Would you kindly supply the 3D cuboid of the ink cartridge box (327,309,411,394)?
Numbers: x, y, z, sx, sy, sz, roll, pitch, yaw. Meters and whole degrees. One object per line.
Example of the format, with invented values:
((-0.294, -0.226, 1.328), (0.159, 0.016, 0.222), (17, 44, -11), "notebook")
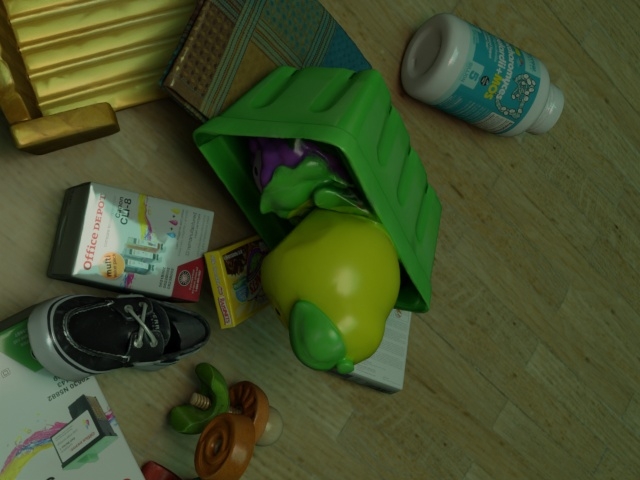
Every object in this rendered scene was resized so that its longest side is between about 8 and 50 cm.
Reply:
((0.072, 0.138, 1.520), (0.145, 0.045, 0.179), (24, 58, -26), "ink cartridge box")

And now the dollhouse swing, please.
((-0.276, -0.317, 1.205), (0.305, 0.315, 0.346), (-18, 96, -9), "dollhouse swing")

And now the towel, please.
((-0.060, -0.234, 1.369), (0.370, 0.040, 0.271), (39, 68, -49), "towel")

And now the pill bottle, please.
((0.275, -0.261, 1.583), (0.264, 0.146, 0.146), (19, 79, -28), "pill bottle")

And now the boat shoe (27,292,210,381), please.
((-0.240, 0.116, 1.208), (0.301, 0.102, 0.108), (23, 50, -64), "boat shoe")

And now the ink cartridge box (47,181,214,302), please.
((-0.255, 0.006, 1.279), (0.176, 0.127, 0.128), (14, 81, -28), "ink cartridge box")

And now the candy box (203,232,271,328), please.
((-0.104, 0.051, 1.348), (0.206, 0.027, 0.105), (-28, 108, -72), "candy box")

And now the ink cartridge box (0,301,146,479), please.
((-0.370, 0.245, 1.207), (0.201, 0.117, 0.278), (-29, 101, -28), "ink cartridge box")

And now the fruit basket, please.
((0.000, 0.000, 1.264), (0.392, 0.283, 0.392), (-19, 113, -53), "fruit basket")

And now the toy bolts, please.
((-0.127, 0.318, 1.310), (0.158, 0.218, 0.228), (30, 91, -31), "toy bolts")
